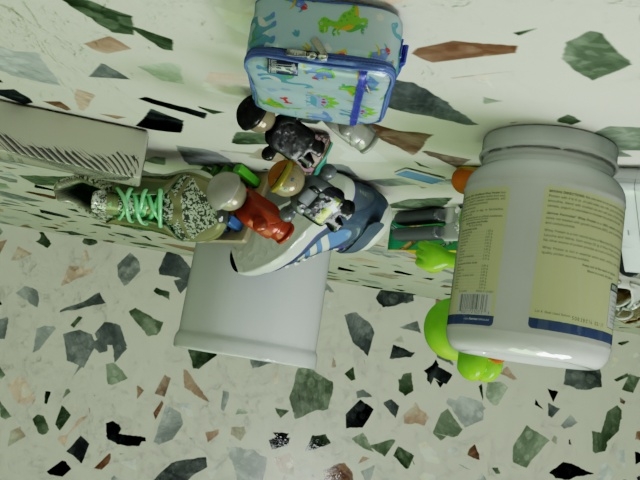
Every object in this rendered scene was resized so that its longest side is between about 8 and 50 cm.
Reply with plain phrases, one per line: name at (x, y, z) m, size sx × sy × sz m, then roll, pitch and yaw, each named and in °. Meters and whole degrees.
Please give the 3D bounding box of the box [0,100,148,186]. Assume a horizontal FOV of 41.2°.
box at (-0.464, -0.177, 1.584) m, size 0.275 × 0.094 × 0.113 m, roll 10°, pitch 172°, yaw -10°

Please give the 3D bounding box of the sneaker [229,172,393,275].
sneaker at (0.000, -0.001, 1.767) m, size 0.323 × 0.130 × 0.236 m, roll -36°, pitch 144°, yaw 21°

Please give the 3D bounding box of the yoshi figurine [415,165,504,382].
yoshi figurine at (0.262, 0.063, 1.504) m, size 0.204 × 0.362 × 0.203 m, roll 8°, pitch 172°, yaw 4°

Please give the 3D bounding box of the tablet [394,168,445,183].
tablet at (0.184, -0.119, 1.579) m, size 0.083 × 0.006 × 0.054 m, roll 13°, pitch 171°, yaw -19°

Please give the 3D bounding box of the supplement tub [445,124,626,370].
supplement tub at (0.319, 0.015, 1.254) m, size 0.236 × 0.324 × 0.235 m, roll 9°, pitch 171°, yaw 1°

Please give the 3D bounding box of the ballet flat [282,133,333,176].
ballet flat at (-0.027, -0.141, 1.485) m, size 0.079 × 0.076 × 0.221 m, roll 27°, pitch 167°, yaw 2°

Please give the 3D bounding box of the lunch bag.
lunch bag at (0.006, -0.201, 0.983) m, size 0.176 × 0.090 × 0.219 m, roll 7°, pitch 172°, yaw -2°

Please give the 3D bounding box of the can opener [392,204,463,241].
can opener at (0.264, -0.030, 1.844) m, size 0.093 × 0.074 × 0.280 m, roll 14°, pitch 170°, yaw -35°

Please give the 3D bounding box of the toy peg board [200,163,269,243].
toy peg board at (-0.202, -0.083, 1.758) m, size 0.161 × 0.160 × 0.079 m, roll 1°, pitch 152°, yaw 43°

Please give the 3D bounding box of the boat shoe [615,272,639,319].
boat shoe at (0.714, 0.113, 2.027) m, size 0.367 × 0.156 × 0.136 m, roll 17°, pitch 168°, yaw -40°

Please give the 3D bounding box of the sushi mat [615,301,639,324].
sushi mat at (0.737, 0.142, 2.175) m, size 0.152 × 0.019 × 0.316 m, roll -12°, pitch -161°, yaw -17°

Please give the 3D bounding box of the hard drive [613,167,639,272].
hard drive at (0.649, -0.017, 1.323) m, size 0.353 × 0.047 × 0.233 m, roll 4°, pitch 143°, yaw 28°

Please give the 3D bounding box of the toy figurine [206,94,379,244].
toy figurine at (-0.043, -0.115, 1.203) m, size 0.148 × 0.213 × 0.210 m, roll 34°, pitch 156°, yaw -30°

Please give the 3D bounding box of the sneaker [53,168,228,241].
sneaker at (-0.370, -0.069, 1.711) m, size 0.411 × 0.158 × 0.182 m, roll 10°, pitch -162°, yaw 30°

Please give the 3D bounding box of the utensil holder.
utensil holder at (-0.142, 0.079, 1.946) m, size 0.328 × 0.385 × 0.327 m, roll 8°, pitch 172°, yaw 1°

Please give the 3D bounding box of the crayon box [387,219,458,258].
crayon box at (0.315, 0.004, 1.987) m, size 0.165 × 0.081 × 0.279 m, roll 17°, pitch 168°, yaw -43°

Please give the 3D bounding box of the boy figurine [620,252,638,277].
boy figurine at (0.693, 0.050, 1.824) m, size 0.177 × 0.092 × 0.285 m, roll 21°, pitch -179°, yaw 41°
